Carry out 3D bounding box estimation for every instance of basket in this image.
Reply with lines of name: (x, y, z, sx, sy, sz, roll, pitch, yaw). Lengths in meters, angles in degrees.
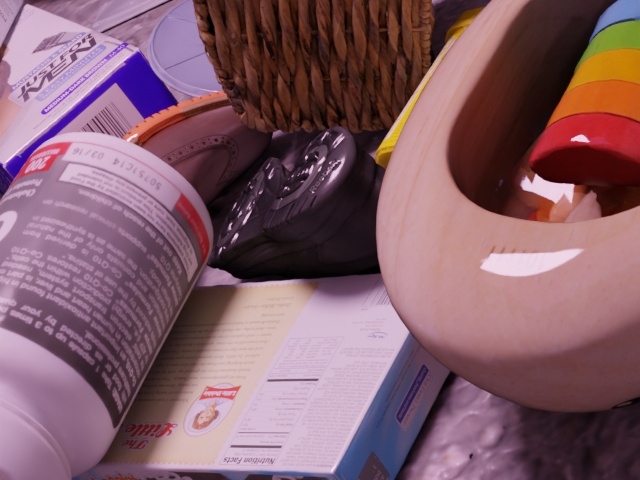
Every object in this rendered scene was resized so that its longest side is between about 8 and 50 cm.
basket: (-0.009, -0.269, 1.410, 0.214, 0.299, 0.223, -2, 36, 1)

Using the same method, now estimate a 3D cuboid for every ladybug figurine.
ladybug figurine: (0.214, -0.061, 1.052, 0.305, 0.162, 0.449, 8, 52, 37)

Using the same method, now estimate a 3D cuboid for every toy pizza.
toy pizza: (-0.074, -0.195, 1.616, 0.201, 0.032, 0.201, -3, 42, 3)

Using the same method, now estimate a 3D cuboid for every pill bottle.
pill bottle: (-0.202, 0.070, 1.166, 0.161, 0.161, 0.283, -10, 40, 36)

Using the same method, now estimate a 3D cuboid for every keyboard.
keyboard: (-0.169, -0.318, 1.957, 0.256, 0.014, 0.072, -21, 28, 21)

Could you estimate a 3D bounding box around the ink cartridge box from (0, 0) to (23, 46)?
ink cartridge box: (-0.439, -0.207, 1.813, 0.189, 0.066, 0.232, -27, 24, 19)

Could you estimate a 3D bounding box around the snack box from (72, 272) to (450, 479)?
snack box: (-0.061, 0.114, 1.187, 0.322, 0.060, 0.187, -5, 41, 40)

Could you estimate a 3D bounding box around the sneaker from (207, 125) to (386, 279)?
sneaker: (0.000, 0.000, 1.254, 0.109, 0.130, 0.286, -60, 15, -13)

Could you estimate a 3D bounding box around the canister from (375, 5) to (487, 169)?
canister: (0.131, -0.113, 1.312, 0.126, 0.073, 0.170, -1, 45, 43)

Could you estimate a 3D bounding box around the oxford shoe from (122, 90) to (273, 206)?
oxford shoe: (-0.155, -0.001, 1.422, 0.133, 0.130, 0.364, 36, 62, 24)

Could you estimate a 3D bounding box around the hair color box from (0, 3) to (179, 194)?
hair color box: (-0.301, -0.141, 1.740, 0.185, 0.110, 0.339, -43, 30, -13)
